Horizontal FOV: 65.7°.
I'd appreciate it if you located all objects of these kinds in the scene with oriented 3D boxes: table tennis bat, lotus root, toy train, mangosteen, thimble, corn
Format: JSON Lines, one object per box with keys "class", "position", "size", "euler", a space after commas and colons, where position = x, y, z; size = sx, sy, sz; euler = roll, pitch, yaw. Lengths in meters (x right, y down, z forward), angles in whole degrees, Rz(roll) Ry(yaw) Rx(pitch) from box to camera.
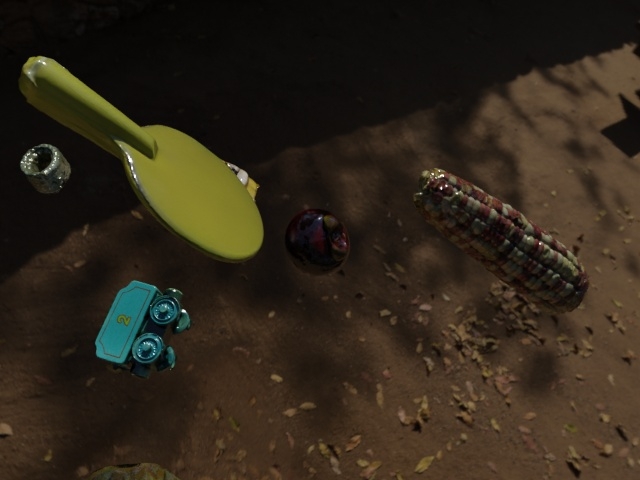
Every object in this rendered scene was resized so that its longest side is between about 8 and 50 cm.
{"class": "table tennis bat", "position": [-0.214, -0.098, 0.656], "size": [0.369, 0.054, 0.224], "euler": [38, 26, -32]}
{"class": "lotus root", "position": [-0.418, 0.553, 1.045], "size": [0.235, 0.138, 0.119], "euler": [-10, 38, 4]}
{"class": "toy train", "position": [-0.387, 0.194, 1.087], "size": [0.163, 0.112, 0.203], "euler": [14, 64, 7]}
{"class": "mangosteen", "position": [0.000, 0.000, 1.061], "size": [0.152, 0.152, 0.152], "euler": [8, 54, -11]}
{"class": "thimble", "position": [-0.578, -0.149, 1.048], "size": [0.084, 0.062, 0.110], "euler": [-30, 55, -12]}
{"class": "corn", "position": [0.198, 0.000, 0.547], "size": [0.237, 0.079, 0.079], "euler": [33, 51, -13]}

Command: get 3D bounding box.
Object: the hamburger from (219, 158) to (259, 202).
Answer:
{"class": "hamburger", "position": [-0.338, -0.130, 1.447], "size": [0.237, 0.276, 0.276], "euler": [36, 48, -24]}
